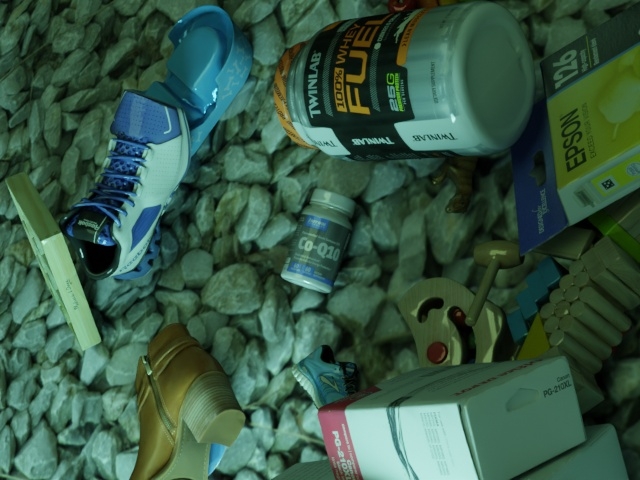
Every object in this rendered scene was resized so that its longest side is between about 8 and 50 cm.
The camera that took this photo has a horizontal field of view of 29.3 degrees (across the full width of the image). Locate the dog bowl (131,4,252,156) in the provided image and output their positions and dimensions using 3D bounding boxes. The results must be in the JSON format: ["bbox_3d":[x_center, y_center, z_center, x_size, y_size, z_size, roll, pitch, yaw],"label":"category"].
[{"bbox_3d":[-0.224,-0.246,2.034,0.297,0.074,0.166,-54,49,9],"label":"dog bowl"}]

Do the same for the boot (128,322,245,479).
[{"bbox_3d":[-0.240,0.274,1.777,0.283,0.109,0.220,-57,42,15],"label":"boot"}]

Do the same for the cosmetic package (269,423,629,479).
[{"bbox_3d":[0.110,0.342,1.403,0.453,0.230,0.161,-15,93,35],"label":"cosmetic package"}]

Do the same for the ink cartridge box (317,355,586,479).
[{"bbox_3d":[0.141,0.200,1.334,0.237,0.172,0.100,-13,92,52],"label":"ink cartridge box"}]

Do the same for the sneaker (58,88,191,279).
[{"bbox_3d":[-0.307,-0.068,1.904,0.128,0.182,0.315,18,105,12],"label":"sneaker"}]

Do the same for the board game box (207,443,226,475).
[{"bbox_3d":[-0.179,0.283,1.816,0.133,0.033,0.168,-57,43,12],"label":"board game box"}]

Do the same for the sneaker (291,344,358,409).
[{"bbox_3d":[0.025,0.199,1.665,0.073,0.063,0.162,-50,50,7],"label":"sneaker"}]

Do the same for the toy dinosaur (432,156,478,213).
[{"bbox_3d":[0.194,-0.138,1.676,0.112,0.064,0.211,9,86,28],"label":"toy dinosaur"}]

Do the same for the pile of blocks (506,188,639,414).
[{"bbox_3d":[0.324,0.057,1.459,0.149,0.113,0.362,20,77,54],"label":"pile of blocks"}]

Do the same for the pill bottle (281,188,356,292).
[{"bbox_3d":[0.000,0.000,1.753,0.078,0.078,0.137,12,81,41],"label":"pill bottle"}]

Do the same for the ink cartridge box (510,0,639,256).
[{"bbox_3d":[0.345,-0.161,1.468,0.307,0.072,0.303,-30,30,24],"label":"ink cartridge box"}]

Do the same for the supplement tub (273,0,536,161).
[{"bbox_3d":[0.102,-0.201,1.597,0.316,0.194,0.193,-1,72,42],"label":"supplement tub"}]

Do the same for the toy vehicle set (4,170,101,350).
[{"bbox_3d":[-0.431,0.036,1.980,0.035,0.266,0.166,-26,48,-16],"label":"toy vehicle set"}]

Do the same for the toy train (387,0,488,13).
[{"bbox_3d":[0.176,-0.330,1.744,0.143,0.105,0.248,-18,66,13],"label":"toy train"}]

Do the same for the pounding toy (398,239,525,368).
[{"bbox_3d":[0.155,0.122,1.528,0.154,0.155,0.269,7,77,36],"label":"pounding toy"}]
